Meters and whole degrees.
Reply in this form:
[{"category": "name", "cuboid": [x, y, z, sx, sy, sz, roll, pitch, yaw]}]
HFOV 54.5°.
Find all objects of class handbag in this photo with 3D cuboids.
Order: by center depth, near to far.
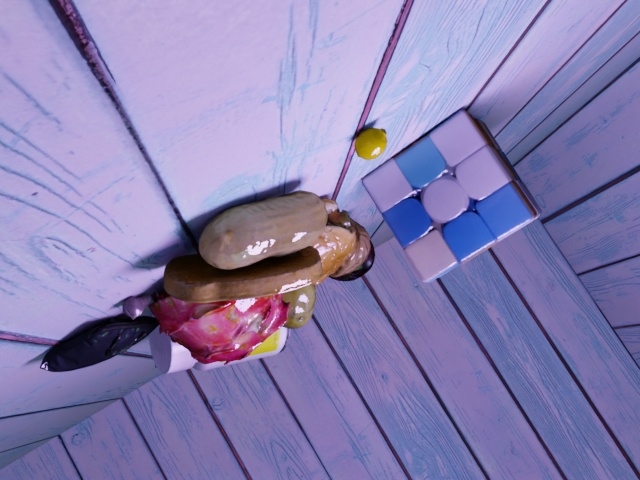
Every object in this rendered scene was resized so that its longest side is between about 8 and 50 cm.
[{"category": "handbag", "cuboid": [-0.540, 0.255, 1.567, 0.211, 0.088, 0.254, -31, 169, 15]}]

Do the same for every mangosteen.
[{"category": "mangosteen", "cuboid": [0.096, 0.037, 2.266, 0.216, 0.216, 0.216, -31, 172, -5]}]

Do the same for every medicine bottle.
[{"category": "medicine bottle", "cuboid": [-0.304, 0.273, 1.874, 0.379, 0.213, 0.213, -7, 159, -34]}]

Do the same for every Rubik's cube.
[{"category": "Rubik's cube", "cuboid": [0.382, -0.123, 1.769, 0.347, 0.346, 0.344, -35, 170, 22]}]

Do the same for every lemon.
[{"category": "lemon", "cuboid": [0.104, -0.199, 1.274, 0.083, 0.062, 0.062, -41, 168, 30]}]

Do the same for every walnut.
[{"category": "walnut", "cuboid": [0.061, 0.023, 2.054, 0.213, 0.213, 0.213, -31, 172, -5]}]

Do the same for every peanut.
[{"category": "peanut", "cuboid": [-0.115, -0.019, 1.296, 0.319, 0.147, 0.147, -23, 168, -41]}]

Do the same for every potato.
[{"category": "potato", "cuboid": [-0.103, 0.137, 1.821, 0.149, 0.228, 0.197, -1, 125, -48]}]

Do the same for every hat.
[{"category": "hat", "cuboid": [-0.440, 0.147, 1.473, 0.058, 0.042, 0.087, -20, -150, 19]}]

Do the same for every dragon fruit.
[{"category": "dragon fruit", "cuboid": [-0.236, 0.183, 1.605, 0.371, 0.248, 0.386, -24, -177, -37]}]

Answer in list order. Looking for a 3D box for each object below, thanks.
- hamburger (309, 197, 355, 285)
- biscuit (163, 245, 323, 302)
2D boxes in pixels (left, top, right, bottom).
[{"category": "hamburger", "cuboid": [0.001, -0.003, 1.668, 0.209, 0.162, 0.330, -41, 163, 9]}, {"category": "biscuit", "cuboid": [-0.173, 0.062, 1.362, 0.344, 0.057, 0.287, -8, -161, -20]}]
